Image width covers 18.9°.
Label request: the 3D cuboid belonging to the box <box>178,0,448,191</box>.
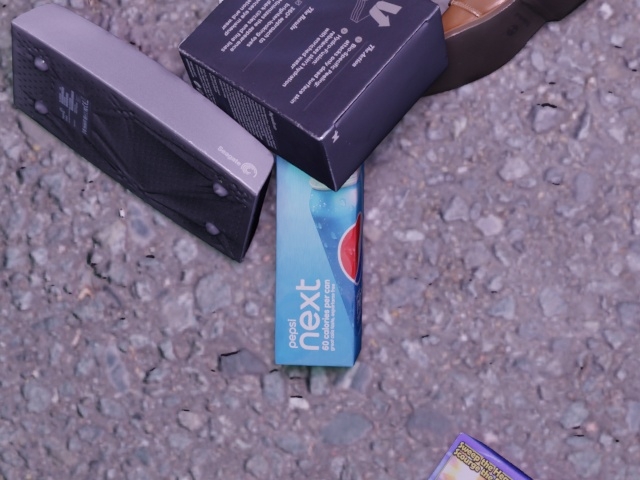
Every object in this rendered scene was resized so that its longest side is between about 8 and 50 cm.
[{"bbox_3d":[-0.004,-0.152,1.587,0.158,0.093,0.156,34,71,24],"label":"box"}]

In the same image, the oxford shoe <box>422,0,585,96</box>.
[{"bbox_3d":[0.141,-0.199,1.662,0.212,0.076,0.076,-34,57,11],"label":"oxford shoe"}]

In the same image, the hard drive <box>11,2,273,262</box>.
[{"bbox_3d":[-0.152,-0.095,1.652,0.254,0.172,0.054,35,67,7],"label":"hard drive"}]

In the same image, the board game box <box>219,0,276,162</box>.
[{"bbox_3d":[-0.030,-0.146,1.697,0.103,0.026,0.154,-6,91,9],"label":"board game box"}]

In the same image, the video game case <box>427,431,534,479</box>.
[{"bbox_3d":[0.158,0.337,1.615,0.269,0.061,0.244,36,93,29],"label":"video game case"}]

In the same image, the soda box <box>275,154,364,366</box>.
[{"bbox_3d":[0.000,0.000,1.663,0.071,0.067,0.210,2,102,7],"label":"soda box"}]
